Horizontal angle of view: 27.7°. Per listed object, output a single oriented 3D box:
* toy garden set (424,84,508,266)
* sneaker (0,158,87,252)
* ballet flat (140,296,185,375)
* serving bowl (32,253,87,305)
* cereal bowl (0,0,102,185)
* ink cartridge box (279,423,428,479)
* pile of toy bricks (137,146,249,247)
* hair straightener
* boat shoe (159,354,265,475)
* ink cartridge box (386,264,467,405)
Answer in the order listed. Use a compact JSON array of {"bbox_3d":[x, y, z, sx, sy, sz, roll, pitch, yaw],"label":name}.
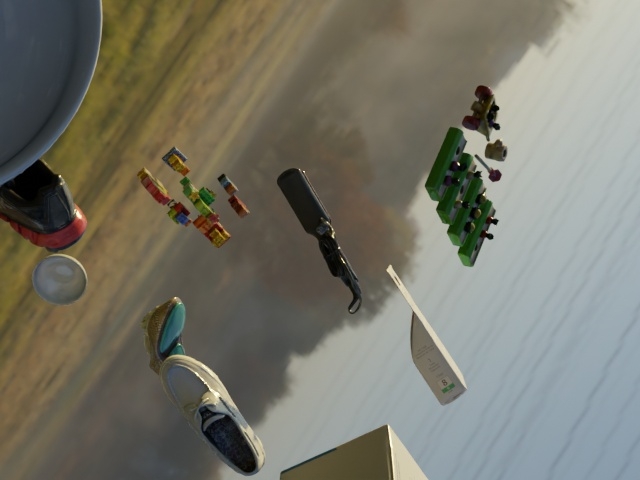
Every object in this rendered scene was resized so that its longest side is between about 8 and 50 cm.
[{"bbox_3d":[0.251,-0.100,2.023,0.204,0.049,0.244,-65,150,-21],"label":"toy garden set"},{"bbox_3d":[-0.471,-0.085,1.912,0.098,0.276,0.135,-52,153,-36],"label":"sneaker"},{"bbox_3d":[-0.249,0.150,2.013,0.073,0.067,0.206,-48,157,-36],"label":"ballet flat"},{"bbox_3d":[-0.393,0.056,1.967,0.083,0.083,0.027,-54,-168,20],"label":"serving bowl"},{"bbox_3d":[-0.365,-0.185,1.096,0.339,0.339,0.141,-56,-163,-16],"label":"cereal bowl"},{"bbox_3d":[0.076,0.397,1.677,0.171,0.233,0.168,-27,-151,15],"label":"ink cartridge box"},{"bbox_3d":[-0.203,-0.063,2.208,0.118,0.212,0.105,-42,-146,5],"label":"pile of toy bricks"},{"bbox_3d":[0.000,0.000,1.861,0.047,0.230,0.089,-25,173,6],"label":"hair straightener"},{"bbox_3d":[-0.138,0.223,1.629,0.066,0.184,0.063,-33,-179,-2],"label":"boat shoe"},{"bbox_3d":[0.152,0.149,2.075,0.056,0.225,0.181,-35,178,4],"label":"ink cartridge box"}]
